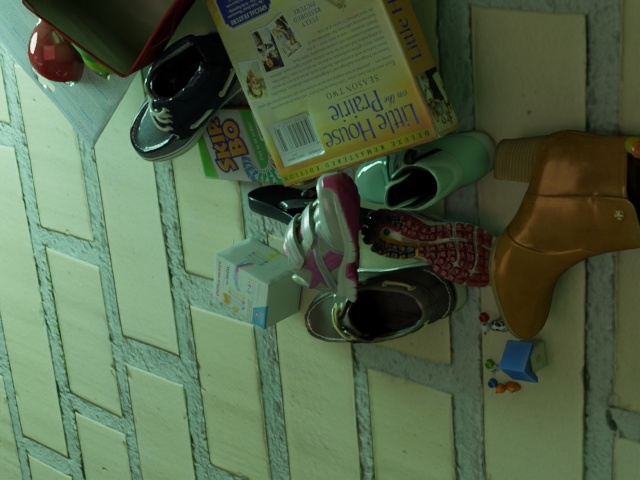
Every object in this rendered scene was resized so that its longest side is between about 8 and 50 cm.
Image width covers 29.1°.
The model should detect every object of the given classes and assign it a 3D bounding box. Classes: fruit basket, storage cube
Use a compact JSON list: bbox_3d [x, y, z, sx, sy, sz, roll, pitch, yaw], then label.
[{"bbox_3d":[-0.426,-0.376,2.116,0.327,0.165,0.353,49,142,7],"label":"fruit basket"},{"bbox_3d":[-0.292,-0.378,1.831,0.215,0.193,0.183,36,108,-4],"label":"storage cube"}]

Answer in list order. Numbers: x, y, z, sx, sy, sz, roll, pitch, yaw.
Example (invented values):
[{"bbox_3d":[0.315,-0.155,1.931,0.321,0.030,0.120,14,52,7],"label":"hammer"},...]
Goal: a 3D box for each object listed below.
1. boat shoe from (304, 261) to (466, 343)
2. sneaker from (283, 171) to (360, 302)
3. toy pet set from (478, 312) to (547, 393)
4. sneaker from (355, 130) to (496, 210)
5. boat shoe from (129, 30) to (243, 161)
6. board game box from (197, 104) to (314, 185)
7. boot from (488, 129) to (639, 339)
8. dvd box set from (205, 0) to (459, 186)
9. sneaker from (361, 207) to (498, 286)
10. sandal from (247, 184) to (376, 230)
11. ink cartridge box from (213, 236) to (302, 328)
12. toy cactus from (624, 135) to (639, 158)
[{"bbox_3d":[0.077,0.106,1.895,0.324,0.097,0.116,-15,99,47],"label":"boat shoe"},{"bbox_3d":[0.000,0.000,1.764,0.111,0.103,0.252,2,140,3],"label":"sneaker"},{"bbox_3d":[0.264,0.176,1.769,0.114,0.065,0.122,5,113,43],"label":"toy pet set"},{"bbox_3d":[0.107,-0.088,1.731,0.256,0.151,0.094,-14,101,48],"label":"sneaker"},{"bbox_3d":[-0.239,-0.229,1.957,0.340,0.158,0.127,-38,75,38],"label":"boat shoe"},{"bbox_3d":[-0.120,-0.159,2.010,0.259,0.039,0.124,8,113,45],"label":"board game box"},{"bbox_3d":[0.329,0.004,1.592,0.211,0.104,0.295,8,111,42],"label":"boot"},{"bbox_3d":[-0.014,-0.302,1.665,0.307,0.062,0.420,-16,101,46],"label":"dvd box set"},{"bbox_3d":[0.177,0.000,1.766,0.225,0.093,0.088,21,104,20],"label":"sneaker"},{"bbox_3d":[-0.021,-0.057,1.912,0.254,0.097,0.054,15,119,40],"label":"sandal"},{"bbox_3d":[-0.112,0.067,2.068,0.143,0.090,0.092,28,127,32],"label":"ink cartridge box"},{"bbox_3d":[0.458,-0.129,1.415,0.180,0.112,0.219,31,121,18],"label":"toy cactus"}]
